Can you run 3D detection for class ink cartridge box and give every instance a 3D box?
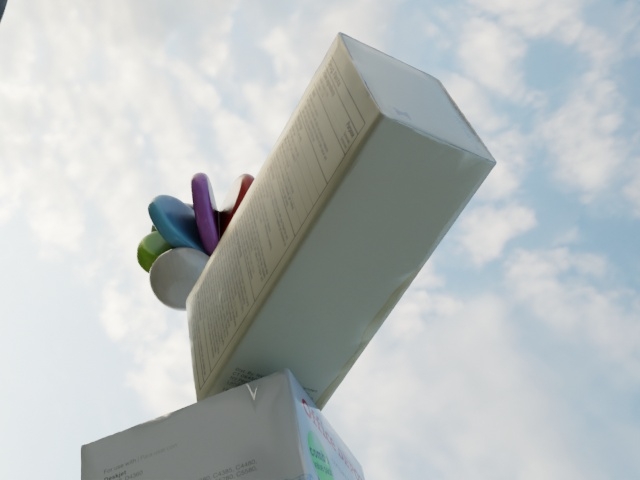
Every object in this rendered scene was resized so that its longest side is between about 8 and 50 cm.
[{"bbox_3d":[-0.057,0.285,0.717,0.198,0.197,0.270,60,11,-46],"label":"ink cartridge box"}]

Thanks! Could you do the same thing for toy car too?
[{"bbox_3d":[-0.115,-0.011,1.011,0.159,0.182,0.136,-102,-168,-59],"label":"toy car"}]

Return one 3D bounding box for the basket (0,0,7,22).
[{"bbox_3d":[-0.403,-0.242,0.790,0.227,0.204,0.154,22,-4,-5],"label":"basket"}]

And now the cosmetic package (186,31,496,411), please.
[{"bbox_3d":[0.000,0.000,0.783,0.309,0.113,0.160,-56,-152,26],"label":"cosmetic package"}]
